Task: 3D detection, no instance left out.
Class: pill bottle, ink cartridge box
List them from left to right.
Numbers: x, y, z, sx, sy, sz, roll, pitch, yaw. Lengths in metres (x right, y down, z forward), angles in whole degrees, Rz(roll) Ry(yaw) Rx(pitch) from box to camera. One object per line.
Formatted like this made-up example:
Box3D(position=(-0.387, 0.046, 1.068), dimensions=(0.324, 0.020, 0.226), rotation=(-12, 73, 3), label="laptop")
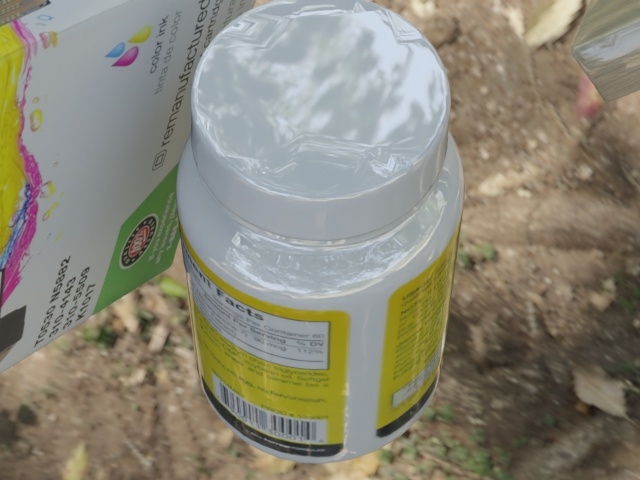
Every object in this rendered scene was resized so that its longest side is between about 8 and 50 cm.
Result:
Box3D(position=(-0.166, -0.034, 0.693), dimensions=(0.117, 0.278, 0.201), rotation=(36, 131, 18), label="ink cartridge box")
Box3D(position=(0.000, 0.000, 0.718), dimensions=(0.119, 0.208, 0.119), rotation=(0, 57, -1), label="pill bottle")

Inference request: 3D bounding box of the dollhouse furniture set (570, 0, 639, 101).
Box3D(position=(0.197, -0.088, 0.607), dimensions=(0.144, 0.123, 0.151), rotation=(-22, 27, 37), label="dollhouse furniture set")
